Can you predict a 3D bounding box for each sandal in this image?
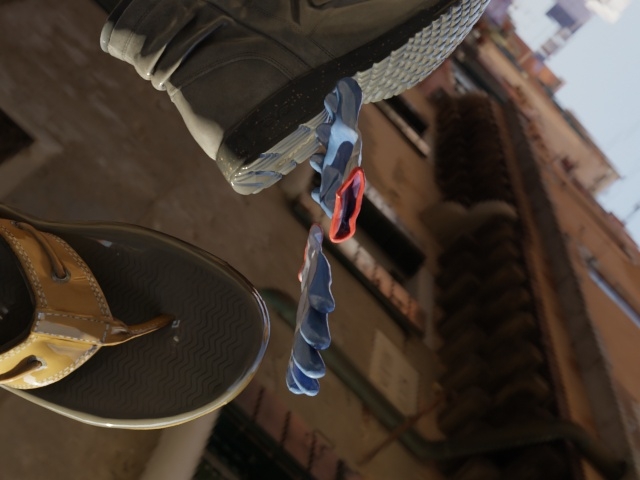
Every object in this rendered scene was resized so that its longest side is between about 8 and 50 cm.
[{"bbox_3d":[-0.128,0.017,0.449,0.090,0.219,0.060,-64,-173,4],"label":"sandal"}]

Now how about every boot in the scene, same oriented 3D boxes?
[{"bbox_3d":[-0.015,-0.218,1.013,0.338,0.223,0.118,-35,165,-18],"label":"boot"}]

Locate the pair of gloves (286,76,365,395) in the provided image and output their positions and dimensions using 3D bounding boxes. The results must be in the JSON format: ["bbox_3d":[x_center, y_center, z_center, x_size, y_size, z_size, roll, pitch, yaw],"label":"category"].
[{"bbox_3d":[0.000,0.000,0.716,0.159,0.023,0.198,-94,-165,-65],"label":"pair of gloves"}]
